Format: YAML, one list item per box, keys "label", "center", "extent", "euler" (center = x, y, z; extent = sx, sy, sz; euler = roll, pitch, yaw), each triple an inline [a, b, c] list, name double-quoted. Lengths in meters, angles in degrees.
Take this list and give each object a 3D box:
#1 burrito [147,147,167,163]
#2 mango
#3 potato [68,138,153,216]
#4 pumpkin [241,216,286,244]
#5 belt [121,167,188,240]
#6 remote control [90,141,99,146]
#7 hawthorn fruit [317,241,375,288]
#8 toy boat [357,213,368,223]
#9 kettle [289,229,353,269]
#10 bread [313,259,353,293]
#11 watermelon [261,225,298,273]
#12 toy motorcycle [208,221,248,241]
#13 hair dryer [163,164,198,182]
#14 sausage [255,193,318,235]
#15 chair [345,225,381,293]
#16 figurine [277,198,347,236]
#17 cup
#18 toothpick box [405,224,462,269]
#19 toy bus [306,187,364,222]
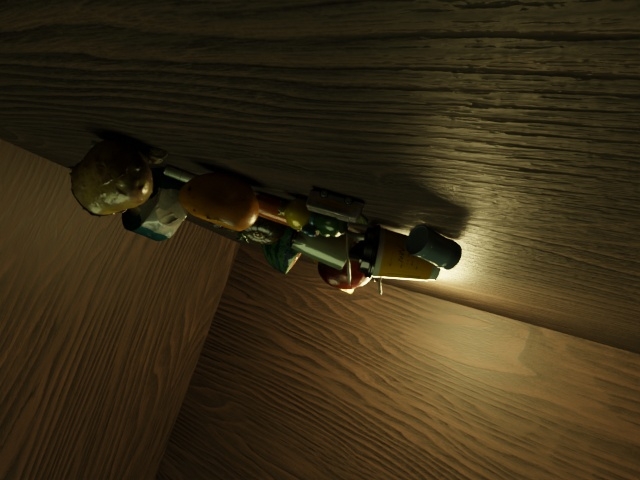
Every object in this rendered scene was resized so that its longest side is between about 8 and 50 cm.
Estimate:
- label: "burrito"
  center: [-0.595, -0.303, 1.494]
  extent: [0.055, 0.041, 0.149]
  euler: [8, 175, -31]
- label: "mango"
  center: [-0.357, -0.148, 1.465]
  extent: [0.290, 0.191, 0.160]
  euler: [15, 165, -2]
- label: "potato"
  center: [-0.729, -0.257, 1.494]
  extent: [0.289, 0.301, 0.237]
  euler: [45, 133, -11]
- label: "pumpkin"
  center: [-0.253, -0.080, 1.859]
  extent: [0.219, 0.162, 0.219]
  euler: [6, 148, 4]
- label: "belt"
  center: [-0.745, -0.159, 1.860]
  extent: [0.173, 0.300, 0.436]
  euler: [25, 174, -37]
- label: "remote control"
  center: [-0.863, -0.360, 1.782]
  extent: [0.077, 0.022, 0.245]
  euler: [8, 168, 43]
- label: "hawthorn fruit"
  center: [0.148, 0.142, 2.015]
  extent: [0.300, 0.254, 0.254]
  euler: [35, 166, -21]
- label: "toy boat"
  center: [0.119, -0.084, 1.427]
  extent: [0.063, 0.016, 0.115]
  euler: [15, 171, 30]
- label: "kettle"
  center: [0.000, 0.000, 1.820]
  extent: [0.255, 0.165, 0.240]
  euler: [20, -160, -4]
- label: "bread"
  center: [0.021, 0.145, 2.422]
  extent: [0.361, 0.245, 0.233]
  euler: [10, 170, 27]
- label: "watermelon"
  center: [-0.129, 0.028, 2.045]
  extent: [0.292, 0.283, 0.250]
  euler: [-4, -152, -25]
- label: "toy motorcycle"
  center: [-0.538, -0.085, 2.516]
  extent: [0.205, 0.127, 0.275]
  euler: [10, 166, 30]
- label: "hair dryer"
  center: [-0.566, -0.260, 1.747]
  extent: [0.154, 0.044, 0.183]
  euler: [21, 177, -7]
- label: "sausage"
  center: [-0.142, -0.108, 1.599]
  extent: [0.312, 0.093, 0.093]
  euler: [18, 172, 6]
- label: "chair"
  center: [0.206, 0.050, 1.683]
  extent: [0.188, 0.166, 0.272]
  euler: [13, 128, 38]
- label: "figurine"
  center: [-0.028, -0.081, 1.475]
  extent: [0.234, 0.127, 0.185]
  euler: [6, -176, 16]
- label: "cup"
  center: [0.277, 0.054, 1.459]
  extent: [0.279, 0.196, 0.196]
  euler: [9, 171, 3]
- label: "toothpick box"
  center: [0.360, 0.024, 1.312]
  extent: [0.153, 0.101, 0.101]
  euler: [24, 170, -26]
- label: "toy bus"
  center: [0.044, -0.107, 1.261]
  extent: [0.172, 0.072, 0.057]
  euler: [16, 167, 10]
